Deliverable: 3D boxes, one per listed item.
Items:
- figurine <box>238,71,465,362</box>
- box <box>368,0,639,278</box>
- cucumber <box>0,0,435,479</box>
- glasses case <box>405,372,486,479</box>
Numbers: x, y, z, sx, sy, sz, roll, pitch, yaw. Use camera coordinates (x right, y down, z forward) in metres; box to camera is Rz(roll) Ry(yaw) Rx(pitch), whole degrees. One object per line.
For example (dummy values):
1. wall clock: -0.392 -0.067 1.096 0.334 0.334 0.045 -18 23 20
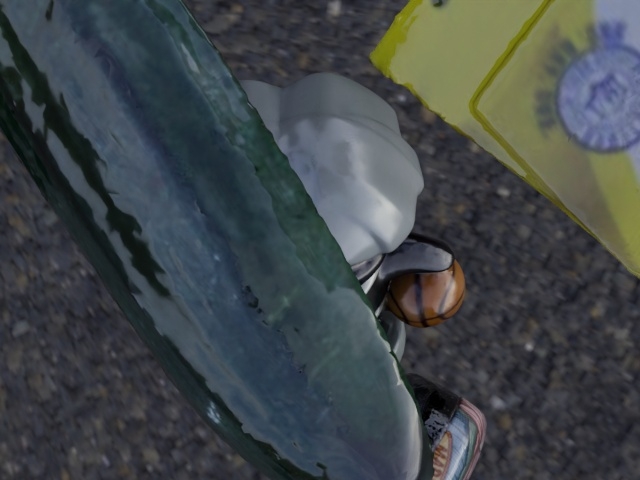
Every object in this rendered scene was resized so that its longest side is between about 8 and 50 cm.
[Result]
1. figurine: 0.000 0.000 1.033 0.176 0.133 0.236 -8 141 5
2. box: 0.149 -0.079 0.464 0.097 0.265 0.168 44 110 21
3. cucumber: -0.048 -0.007 0.531 0.063 0.115 0.244 -34 84 -17
4. glasses case: 0.058 0.159 1.155 0.082 0.321 0.122 30 86 2
